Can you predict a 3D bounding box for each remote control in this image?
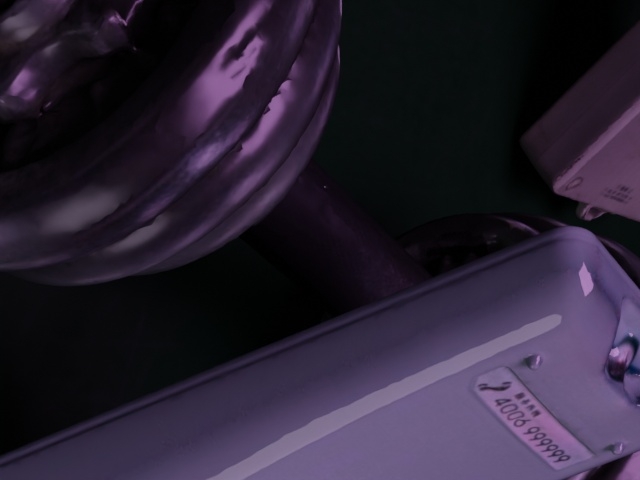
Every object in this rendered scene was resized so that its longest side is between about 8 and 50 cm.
[{"bbox_3d":[-0.022,0.085,0.542,0.103,0.293,0.051,43,30,-42],"label":"remote control"}]

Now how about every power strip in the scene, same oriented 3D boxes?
[{"bbox_3d":[0.252,-0.144,0.817,0.367,0.043,0.106,-46,146,24],"label":"power strip"}]

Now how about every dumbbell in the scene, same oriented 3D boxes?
[{"bbox_3d":[0.000,0.000,0.618,0.406,0.179,0.179,43,63,-43],"label":"dumbbell"}]
